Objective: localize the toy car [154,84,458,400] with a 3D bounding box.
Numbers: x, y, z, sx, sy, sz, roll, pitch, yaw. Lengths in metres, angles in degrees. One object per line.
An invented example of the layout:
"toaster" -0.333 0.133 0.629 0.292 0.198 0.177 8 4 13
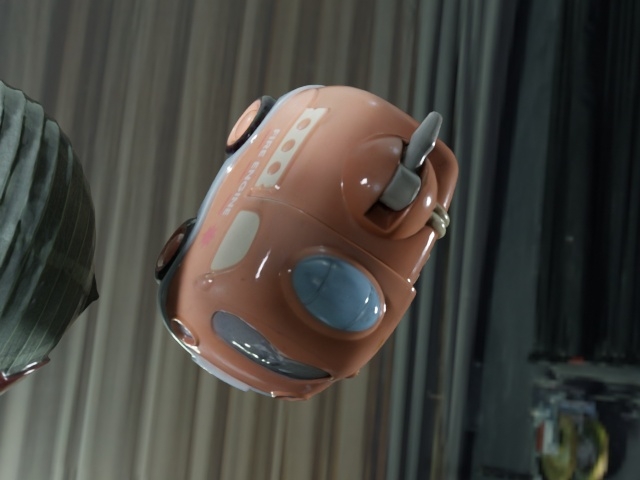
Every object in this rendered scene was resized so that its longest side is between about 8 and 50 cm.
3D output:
"toy car" 0.000 0.000 0.936 0.180 0.270 0.212 34 168 -19

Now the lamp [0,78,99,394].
"lamp" -0.273 0.002 0.845 0.233 0.265 0.233 -3 127 -3
